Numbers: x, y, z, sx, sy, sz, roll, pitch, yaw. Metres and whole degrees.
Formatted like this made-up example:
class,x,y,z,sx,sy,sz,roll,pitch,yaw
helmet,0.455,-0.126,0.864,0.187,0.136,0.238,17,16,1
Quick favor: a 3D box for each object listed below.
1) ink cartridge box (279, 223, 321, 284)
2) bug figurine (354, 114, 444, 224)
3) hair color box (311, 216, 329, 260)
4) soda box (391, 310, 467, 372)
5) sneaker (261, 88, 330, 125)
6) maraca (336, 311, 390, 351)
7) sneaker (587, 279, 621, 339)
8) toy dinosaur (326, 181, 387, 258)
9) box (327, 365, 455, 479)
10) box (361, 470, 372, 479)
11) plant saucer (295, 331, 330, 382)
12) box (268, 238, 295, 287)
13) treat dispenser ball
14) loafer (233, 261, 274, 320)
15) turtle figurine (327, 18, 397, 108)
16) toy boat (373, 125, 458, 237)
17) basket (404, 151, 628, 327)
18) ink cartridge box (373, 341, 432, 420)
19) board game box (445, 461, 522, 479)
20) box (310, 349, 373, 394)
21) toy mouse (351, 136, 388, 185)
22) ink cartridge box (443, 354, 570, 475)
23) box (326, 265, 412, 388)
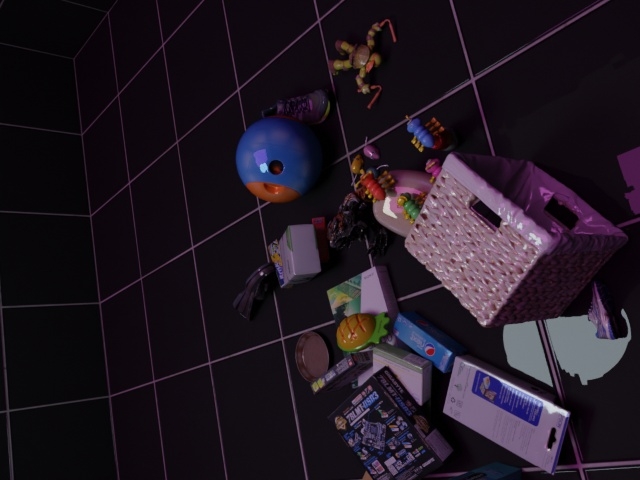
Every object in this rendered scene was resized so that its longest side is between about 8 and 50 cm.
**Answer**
class,x,y,z,sx,sy,sz,roll,pitch,yaw
ink cartridge box,-0.071,0.049,2.103,0.219,0.092,0.161,133,131,-74
bug figurine,0.230,-0.172,1.645,0.216,0.072,0.279,47,116,12
hair color box,0.000,0.000,2.104,0.072,0.043,0.141,101,163,-79
soda box,0.298,0.277,1.766,0.210,0.071,0.067,36,117,42
sneaker,-0.082,-0.441,2.177,0.299,0.121,0.111,-15,78,47
maraca,0.123,0.263,1.857,0.185,0.099,0.127,-18,44,37
sneaker,0.621,0.158,1.431,0.058,0.052,0.136,-24,71,49
toy dinosaur,0.109,-0.076,1.940,0.322,0.164,0.219,103,163,-49
box,0.187,0.544,1.797,0.293,0.073,0.296,51,135,17
box,0.161,0.823,1.936,0.164,0.021,0.201,39,117,41
plant saucer,-0.021,0.390,2.148,0.168,0.029,0.169,-3,86,47
box,-0.127,0.082,2.258,0.059,0.054,0.169,-40,60,39
treat dispenser ball,-0.134,-0.267,2.104,0.288,0.288,0.289,-2,87,48
loafer,-0.225,0.190,2.334,0.095,0.109,0.302,53,138,14
turtle figurine,0.117,-0.553,1.987,0.217,0.087,0.270,20,103,46
toy boat,0.295,-0.154,1.741,0.267,0.148,0.319,24,110,22
basket,0.427,-0.003,1.446,0.328,0.331,0.267,50,125,37
ink cartridge box,0.228,0.418,1.788,0.171,0.056,0.235,17,118,40
board game box,0.348,0.687,1.499,0.079,0.335,0.254,0,88,48
box,0.074,0.391,1.900,0.207,0.114,0.036,-45,58,38
toy mouse,0.149,-0.239,1.981,0.143,0.031,0.161,19,102,47
ink cartridge box,0.464,0.421,1.586,0.332,0.065,0.166,23,106,47
box,0.147,0.264,1.945,0.232,0.058,0.322,-32,66,43
